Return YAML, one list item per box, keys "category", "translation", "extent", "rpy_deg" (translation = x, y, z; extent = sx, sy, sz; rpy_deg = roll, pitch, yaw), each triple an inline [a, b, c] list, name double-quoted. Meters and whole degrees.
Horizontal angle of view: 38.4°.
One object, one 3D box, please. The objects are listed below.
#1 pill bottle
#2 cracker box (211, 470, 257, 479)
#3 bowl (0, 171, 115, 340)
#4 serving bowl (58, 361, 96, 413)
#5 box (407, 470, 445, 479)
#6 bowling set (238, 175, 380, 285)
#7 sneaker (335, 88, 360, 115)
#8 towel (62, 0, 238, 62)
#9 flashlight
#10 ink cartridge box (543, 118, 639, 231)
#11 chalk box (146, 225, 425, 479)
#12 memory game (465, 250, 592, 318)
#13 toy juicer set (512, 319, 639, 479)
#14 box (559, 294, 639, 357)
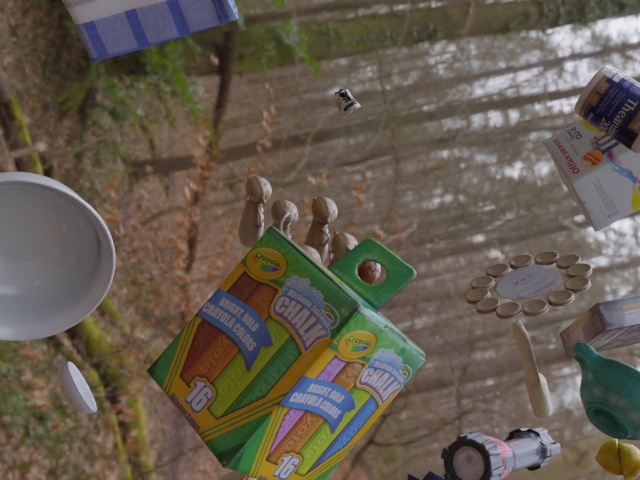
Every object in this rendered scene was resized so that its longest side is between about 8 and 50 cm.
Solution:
- category: "pill bottle"
  translation: [0.354, -0.140, 1.037]
  extent: [0.120, 0.067, 0.067]
  rpy_deg: [38, -16, 18]
- category: "cracker box"
  translation: [-0.119, 0.405, 1.254]
  extent: [0.155, 0.232, 0.067]
  rpy_deg: [53, 41, -5]
- category: "bowl"
  translation: [-0.480, 0.005, 1.461]
  extent: [0.134, 0.298, 0.297]
  rpy_deg: [-113, -171, -57]
- category: "serving bowl"
  translation: [-0.358, 0.218, 1.336]
  extent: [0.083, 0.027, 0.083]
  rpy_deg: [61, -7, 13]
- category: "box"
  translation: [0.285, 0.566, 1.919]
  extent: [0.225, 0.036, 0.136]
  rpy_deg: [21, -44, 31]
- category: "bowling set"
  translation: [0.000, 0.000, 1.398]
  extent: [0.287, 0.200, 0.154]
  rpy_deg: [-123, -145, -44]
- category: "sneaker"
  translation: [0.037, -0.216, 1.423]
  extent: [0.083, 0.032, 0.036]
  rpy_deg: [-136, -158, -73]
- category: "towel"
  translation: [-0.229, -0.357, 1.090]
  extent: [0.034, 0.209, 0.285]
  rpy_deg: [-105, 179, -48]
- category: "flashlight"
  translation: [0.326, 0.388, 1.663]
  extent: [0.103, 0.103, 0.304]
  rpy_deg: [51, 21, 25]
- category: "ink cartridge box"
  translation: [0.475, -0.129, 1.475]
  extent: [0.127, 0.176, 0.128]
  rpy_deg: [50, 15, -37]
- category: "chalk box"
  translation: [-0.016, 0.118, 1.061]
  extent: [0.180, 0.289, 0.179]
  rpy_deg: [39, -1, 40]
- category: "memory game"
  translation: [0.304, 0.064, 1.341]
  extent: [0.186, 0.186, 0.012]
  rpy_deg: [-109, -179, -69]
- category: "toy juicer set"
  translation: [0.407, 0.234, 1.261]
  extent: [0.329, 0.089, 0.209]
  rpy_deg: [33, -28, 24]
- category: "box"
  translation: [0.583, 0.158, 1.759]
  extent: [0.231, 0.183, 0.056]
  rpy_deg: [97, -18, -70]
